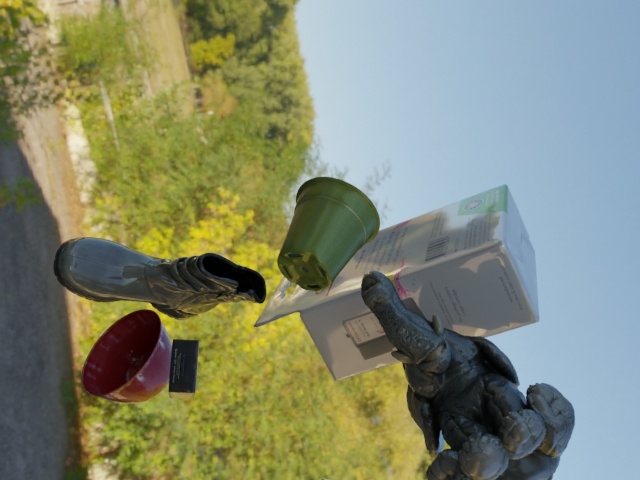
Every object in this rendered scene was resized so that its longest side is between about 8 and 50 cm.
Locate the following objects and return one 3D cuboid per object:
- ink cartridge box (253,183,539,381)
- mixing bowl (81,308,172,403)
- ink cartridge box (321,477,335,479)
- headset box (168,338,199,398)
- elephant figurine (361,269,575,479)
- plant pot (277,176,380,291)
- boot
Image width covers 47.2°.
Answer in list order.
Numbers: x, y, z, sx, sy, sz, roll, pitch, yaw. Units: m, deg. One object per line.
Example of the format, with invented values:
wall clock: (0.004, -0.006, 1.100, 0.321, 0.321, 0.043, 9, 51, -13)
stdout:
ink cartridge box: (0.106, 0.066, 0.999, 0.119, 0.353, 0.207, 63, 24, -16)
mixing bowl: (-0.332, 0.227, 1.330, 0.098, 0.181, 0.181, 51, 11, -35)
ink cartridge box: (0.060, 0.415, 1.124, 0.104, 0.180, 0.060, 172, -68, -72)
headset box: (-0.161, 0.152, 0.864, 0.083, 0.032, 0.062, 120, -27, -71)
elephant figurine: (0.153, 0.159, 0.804, 0.239, 0.169, 0.186, 52, -38, 46)
plant pot: (0.000, 0.000, 0.647, 0.083, 0.083, 0.079, 85, 27, -45)
boot: (-0.197, 0.037, 0.943, 0.246, 0.161, 0.084, 23, 60, -44)
